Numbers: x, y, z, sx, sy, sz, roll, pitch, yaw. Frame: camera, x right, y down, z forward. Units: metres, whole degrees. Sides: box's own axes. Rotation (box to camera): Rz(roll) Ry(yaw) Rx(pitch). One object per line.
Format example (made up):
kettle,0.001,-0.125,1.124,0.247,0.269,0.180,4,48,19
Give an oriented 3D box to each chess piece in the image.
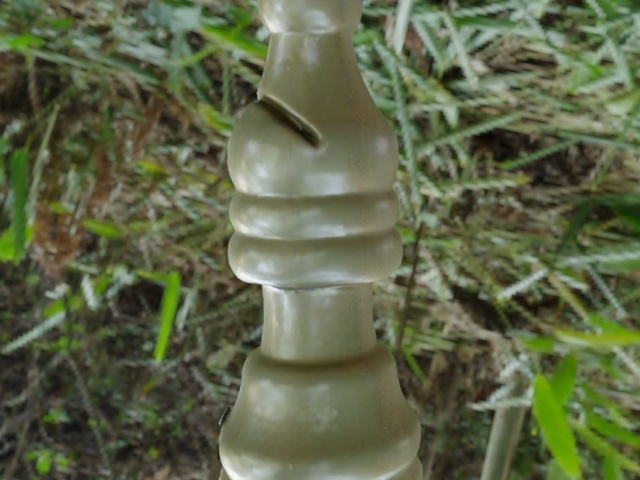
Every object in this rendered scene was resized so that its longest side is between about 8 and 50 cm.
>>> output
chess piece,0.000,0.000,0.701,0.139,0.307,0.124,-6,-170,-35
